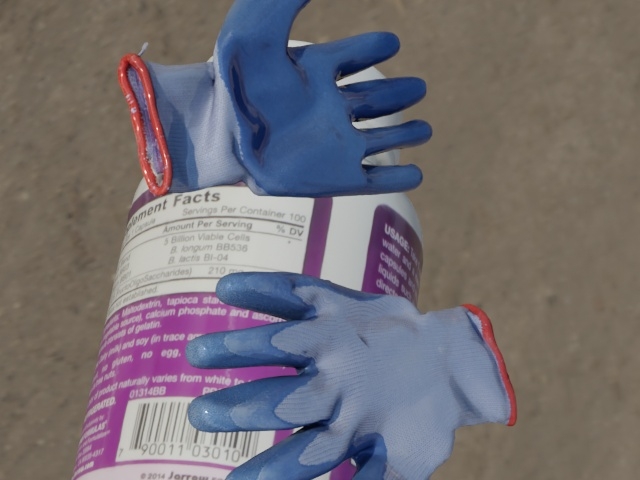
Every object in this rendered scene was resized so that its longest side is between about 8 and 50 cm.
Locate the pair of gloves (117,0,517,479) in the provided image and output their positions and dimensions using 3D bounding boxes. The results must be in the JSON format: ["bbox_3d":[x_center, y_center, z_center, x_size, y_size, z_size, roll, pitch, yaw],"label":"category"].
[{"bbox_3d":[0.000,0.000,0.600,0.159,0.023,0.198,-9,79,-51],"label":"pair of gloves"}]

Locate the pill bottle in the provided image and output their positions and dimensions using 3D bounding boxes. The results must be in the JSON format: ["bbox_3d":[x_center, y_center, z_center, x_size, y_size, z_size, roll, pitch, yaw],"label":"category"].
[{"bbox_3d":[-0.033,0.047,0.953,0.169,0.169,0.301,26,58,-28],"label":"pill bottle"}]
